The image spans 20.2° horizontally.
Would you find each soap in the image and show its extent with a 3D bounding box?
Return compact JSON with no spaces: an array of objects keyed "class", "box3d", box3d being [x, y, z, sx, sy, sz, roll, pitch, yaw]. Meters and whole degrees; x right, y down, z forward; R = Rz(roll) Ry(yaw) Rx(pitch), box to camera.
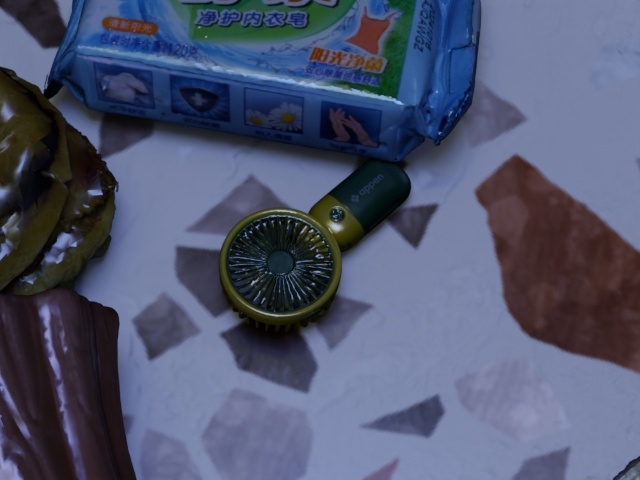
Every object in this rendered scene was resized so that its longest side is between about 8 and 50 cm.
[{"class":"soap","box3d":[-0.036,-0.146,1.236,0.293,0.077,0.156,9,58,3]}]

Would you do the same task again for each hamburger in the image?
[{"class":"hamburger","box3d":[-0.246,-0.031,1.170,0.206,0.130,0.183,-34,60,-18]}]

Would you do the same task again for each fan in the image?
[{"class":"fan","box3d":[0.000,0.000,1.212,0.155,0.039,0.082,-39,73,-18]}]

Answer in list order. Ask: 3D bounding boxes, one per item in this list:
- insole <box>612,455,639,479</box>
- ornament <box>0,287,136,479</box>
[{"class":"insole","box3d":[0.157,0.213,1.146,0.253,0.005,0.086,-36,73,-13]},{"class":"ornament","box3d":[-0.205,0.168,1.070,0.221,0.235,0.217,-26,72,17]}]
